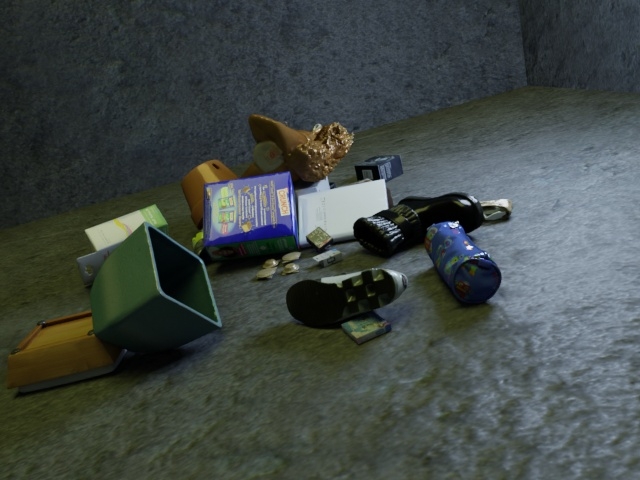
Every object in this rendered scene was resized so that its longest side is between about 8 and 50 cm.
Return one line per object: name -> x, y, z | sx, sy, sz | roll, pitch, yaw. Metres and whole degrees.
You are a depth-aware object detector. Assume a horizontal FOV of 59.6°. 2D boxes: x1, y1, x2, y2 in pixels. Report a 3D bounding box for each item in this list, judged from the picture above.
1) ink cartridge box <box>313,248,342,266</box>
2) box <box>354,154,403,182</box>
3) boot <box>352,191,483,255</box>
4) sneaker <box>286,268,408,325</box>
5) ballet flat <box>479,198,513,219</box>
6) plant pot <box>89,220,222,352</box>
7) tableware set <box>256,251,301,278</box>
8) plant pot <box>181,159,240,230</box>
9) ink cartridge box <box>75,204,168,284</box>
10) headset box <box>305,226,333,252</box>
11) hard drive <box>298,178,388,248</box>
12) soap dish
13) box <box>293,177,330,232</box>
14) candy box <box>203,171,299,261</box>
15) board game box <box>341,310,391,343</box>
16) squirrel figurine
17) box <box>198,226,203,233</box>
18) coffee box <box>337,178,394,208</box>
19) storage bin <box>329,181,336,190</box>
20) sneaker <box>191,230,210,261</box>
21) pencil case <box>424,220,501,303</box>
ink cartridge box -> 0.022, 0.058, 1.780 | 0.083, 0.028, 0.048 | -20, 20, -17
box -> 0.269, -0.328, 2.579 | 0.158, 0.093, 0.156 | -28, 23, -36
boot -> 0.296, -0.047, 1.723 | 0.260, 0.131, 0.348 | -25, 15, -37
sneaker -> 0.070, 0.141, 1.418 | 0.330, 0.122, 0.146 | -11, -4, 31
ballet flat -> 0.511, -0.089, 1.789 | 0.206, 0.073, 0.067 | -12, 33, 17
plant pot -> -0.452, 0.156, 1.457 | 0.252, 0.248, 0.247 | -34, 51, 10
tableware set -> -0.134, 0.083, 1.836 | 0.141, 0.020, 0.169 | -13, 20, 9
plant pot -> -0.460, -0.207, 2.398 | 0.291, 0.203, 0.291 | -36, -8, -6
ink cartridge box -> -0.777, 0.017, 2.168 | 0.353, 0.207, 0.119 | -25, 64, -27
headset box -> 0.000, 0.000, 1.893 | 0.062, 0.032, 0.083 | -37, 57, -19
hard drive -> 0.081, -0.094, 1.972 | 0.318, 0.040, 0.210 | -10, 58, 12
soap dish -> -0.669, 0.283, 1.513 | 0.291, 0.118, 0.229 | -14, 19, 4
box -> -0.139, -0.132, 2.208 | 0.345, 0.168, 0.215 | -10, 19, 14
candy box -> -0.244, -0.085, 1.972 | 0.317, 0.122, 0.268 | -8, 61, 4
board game box -> 0.108, 0.205, 1.326 | 0.090, 0.020, 0.090 | -21, 20, -17
squirrel figurine -> -0.067, -0.343, 2.200 | 0.397, 0.281, 0.370 | 11, 16, 24
box -> -0.460, -0.019, 2.284 | 0.054, 0.059, 0.169 | -11, 20, 6
coffee box -> 0.174, -0.158, 2.163 | 0.141, 0.098, 0.246 | -18, 20, -10
storage bin -> -0.024, -0.188, 2.410 | 0.180, 0.084, 0.122 | -2, 23, 30
sneaker -> -0.325, 0.019, 2.059 | 0.300, 0.111, 0.121 | -14, 38, 0
pencil case -> 0.357, 0.044, 1.433 | 0.119, 0.133, 0.306 | 14, 18, -8
